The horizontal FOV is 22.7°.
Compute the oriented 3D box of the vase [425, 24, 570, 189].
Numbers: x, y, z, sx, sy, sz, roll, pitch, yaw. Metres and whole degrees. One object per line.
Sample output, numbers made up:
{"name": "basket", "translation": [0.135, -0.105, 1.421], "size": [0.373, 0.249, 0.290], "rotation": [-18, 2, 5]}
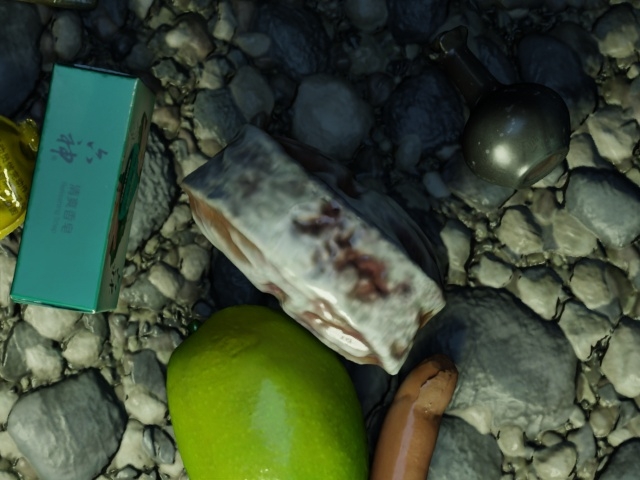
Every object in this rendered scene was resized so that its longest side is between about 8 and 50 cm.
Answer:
{"name": "vase", "translation": [0.178, -0.143, 1.659], "size": [0.120, 0.120, 0.183], "rotation": [-36, 74, 0]}

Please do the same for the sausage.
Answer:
{"name": "sausage", "translation": [0.084, 0.265, 1.664], "size": [0.078, 0.078, 0.304], "rotation": [11, 88, 2]}

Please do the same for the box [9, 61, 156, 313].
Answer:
{"name": "box", "translation": [-0.242, -0.051, 1.641], "size": [0.092, 0.153, 0.245], "rotation": [10, 90, 0]}

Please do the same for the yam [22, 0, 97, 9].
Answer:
{"name": "yam", "translation": [-0.298, -0.264, 1.714], "size": [0.116, 0.021, 0.021], "rotation": [8, 89, 3]}

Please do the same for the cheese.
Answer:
{"name": "cheese", "translation": [-0.401, -0.049, 1.668], "size": [0.250, 0.064, 0.157], "rotation": [-30, 115, -9]}

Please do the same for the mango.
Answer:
{"name": "mango", "translation": [-0.039, 0.230, 1.627], "size": [0.192, 0.156, 0.343], "rotation": [-19, 91, 16]}

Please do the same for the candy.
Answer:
{"name": "candy", "translation": [0.000, 0.000, 1.603], "size": [0.289, 0.214, 0.157], "rotation": [41, 86, 0]}
